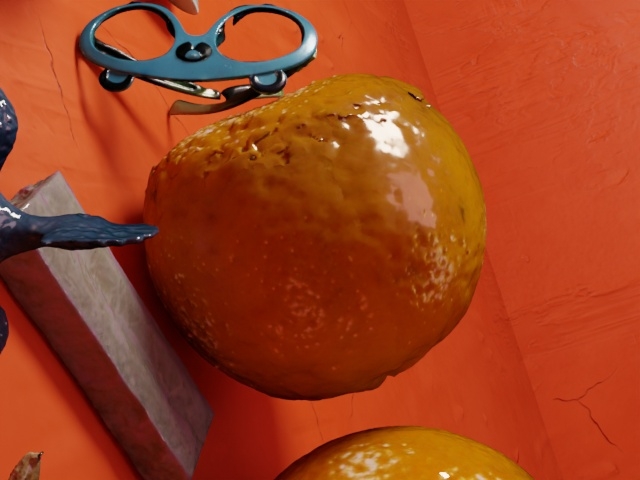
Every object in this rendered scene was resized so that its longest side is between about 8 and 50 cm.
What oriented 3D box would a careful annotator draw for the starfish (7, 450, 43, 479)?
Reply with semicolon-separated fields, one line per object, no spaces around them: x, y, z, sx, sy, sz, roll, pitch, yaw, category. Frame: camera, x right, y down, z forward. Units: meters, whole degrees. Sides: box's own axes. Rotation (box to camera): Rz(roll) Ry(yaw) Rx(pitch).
-0.191;0.254;0.719;0.236;0.062;0.277;-63;139;-68;starfish

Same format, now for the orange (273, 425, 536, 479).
0.105;0.367;1.024;0.424;0.326;0.424;-18;90;-72;orange

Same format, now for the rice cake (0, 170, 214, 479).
-0.179;0.080;0.952;0.298;0.050;0.106;61;20;-23;rice cake

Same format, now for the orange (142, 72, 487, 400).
0.000;0.000;1.101;0.293;0.340;0.340;68;18;-9;orange

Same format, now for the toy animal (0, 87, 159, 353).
-0.237;-0.015;0.663;0.255;0.176;0.239;-2;89;-46;toy animal

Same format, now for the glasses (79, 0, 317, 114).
-0.123;-0.191;1.184;0.207;0.239;0.102;99;-8;-89;glasses

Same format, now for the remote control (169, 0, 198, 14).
-0.231;-0.371;1.275;0.293;0.051;0.103;44;31;-47;remote control
